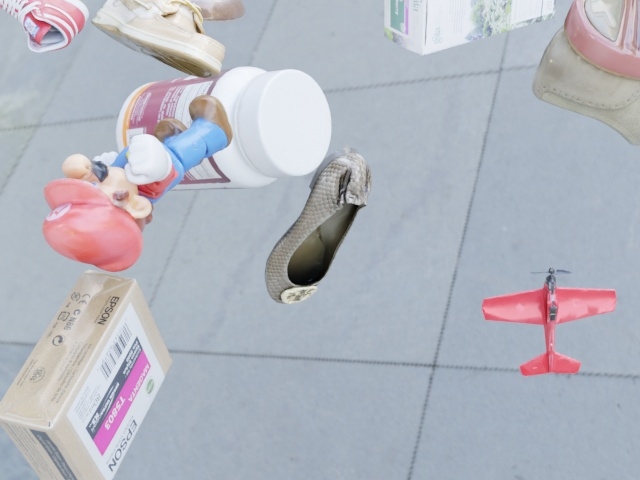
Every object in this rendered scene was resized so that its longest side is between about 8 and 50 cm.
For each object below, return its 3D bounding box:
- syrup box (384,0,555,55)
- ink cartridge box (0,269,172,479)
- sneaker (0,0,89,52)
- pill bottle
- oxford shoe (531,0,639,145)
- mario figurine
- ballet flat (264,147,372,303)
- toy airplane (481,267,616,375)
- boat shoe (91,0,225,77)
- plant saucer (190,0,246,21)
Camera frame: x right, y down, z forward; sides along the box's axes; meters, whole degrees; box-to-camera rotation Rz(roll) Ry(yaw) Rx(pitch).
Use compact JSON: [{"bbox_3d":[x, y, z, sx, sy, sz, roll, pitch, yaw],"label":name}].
[{"bbox_3d":[0.205,-0.332,1.211,0.236,0.093,0.096,-20,37,-25],"label":"syrup box"},{"bbox_3d":[-0.297,0.189,1.164,0.088,0.193,0.235,8,50,18],"label":"ink cartridge box"},{"bbox_3d":[-0.290,-0.223,0.863,0.118,0.042,0.067,18,43,-10],"label":"sneaker"},{"bbox_3d":[-0.186,-0.209,1.691,0.392,0.224,0.224,1,56,41],"label":"pill bottle"},{"bbox_3d":[0.387,-0.152,0.928,0.348,0.130,0.123,19,54,-10],"label":"oxford shoe"},{"bbox_3d":[-0.249,-0.099,1.150,0.170,0.198,0.320,26,40,9],"label":"mario figurine"},{"bbox_3d":[0.000,0.000,1.028,0.084,0.250,0.058,-11,54,-36],"label":"ballet flat"},{"bbox_3d":[0.254,0.096,0.995,0.151,0.151,0.028,-24,25,13],"label":"toy airplane"},{"bbox_3d":[-0.128,-0.178,0.720,0.170,0.063,0.059,30,91,43],"label":"boat shoe"},{"bbox_3d":[-0.189,-0.359,1.299,0.168,0.029,0.168,11,29,-6],"label":"plant saucer"}]
